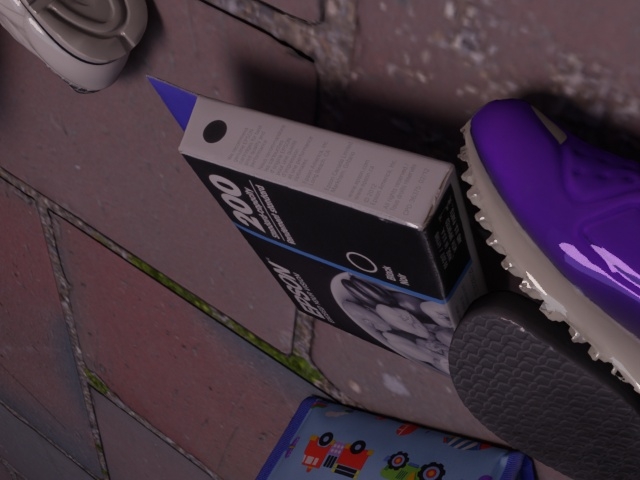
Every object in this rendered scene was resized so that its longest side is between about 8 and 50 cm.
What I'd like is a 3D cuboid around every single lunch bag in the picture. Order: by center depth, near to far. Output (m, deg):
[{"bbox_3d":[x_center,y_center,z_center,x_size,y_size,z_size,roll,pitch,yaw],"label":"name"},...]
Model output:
[{"bbox_3d":[0.009,0.280,0.601,0.220,0.293,0.138,5,128,42],"label":"lunch bag"}]

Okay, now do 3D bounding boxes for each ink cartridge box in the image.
[{"bbox_3d":[0.000,0.000,0.499,0.208,0.045,0.206,22,159,30],"label":"ink cartridge box"}]

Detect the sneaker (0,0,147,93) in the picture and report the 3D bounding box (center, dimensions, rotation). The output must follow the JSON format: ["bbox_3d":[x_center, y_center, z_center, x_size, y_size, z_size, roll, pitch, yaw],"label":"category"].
[{"bbox_3d":[-0.219,-0.201,0.546,0.235,0.090,0.095,54,154,-7],"label":"sneaker"}]

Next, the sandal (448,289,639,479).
[{"bbox_3d":[0.173,0.105,0.459,0.254,0.055,0.097,37,144,-16],"label":"sandal"}]

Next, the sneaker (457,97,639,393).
[{"bbox_3d":[0.192,0.018,0.343,0.146,0.102,0.293,-47,65,20],"label":"sneaker"}]
